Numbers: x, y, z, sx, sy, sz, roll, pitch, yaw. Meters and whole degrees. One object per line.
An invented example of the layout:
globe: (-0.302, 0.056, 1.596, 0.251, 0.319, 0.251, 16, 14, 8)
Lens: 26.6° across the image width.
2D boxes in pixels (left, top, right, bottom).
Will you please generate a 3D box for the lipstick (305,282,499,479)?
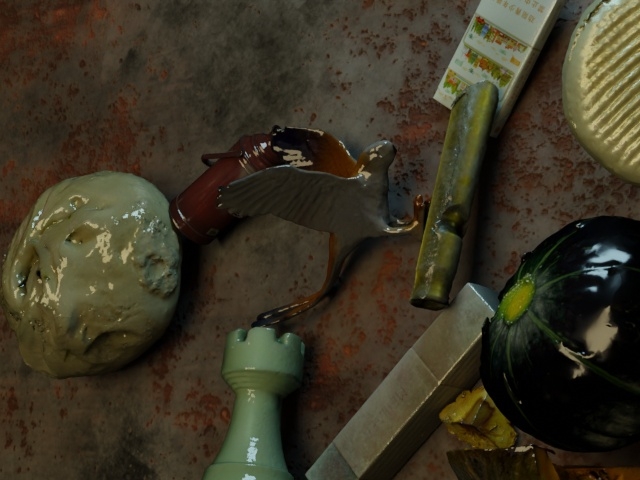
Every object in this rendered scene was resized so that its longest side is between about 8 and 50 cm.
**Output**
lipstick: (0.127, 0.222, 1.863, 0.371, 0.080, 0.076, -51, 52, 17)

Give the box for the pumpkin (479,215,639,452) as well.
pumpkin: (0.352, 0.123, 1.618, 0.296, 0.296, 0.295, -10, 74, 37)

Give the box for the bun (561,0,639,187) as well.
bun: (0.434, -0.199, 1.662, 0.287, 0.146, 0.287, 0, 92, 10)

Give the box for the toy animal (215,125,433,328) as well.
toy animal: (0.022, -0.003, 1.963, 0.302, 0.225, 0.284, -1, 111, 19)

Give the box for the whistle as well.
whistle: (0.179, -0.064, 1.835, 0.068, 0.057, 0.326, -11, 62, 58)

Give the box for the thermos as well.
thermos: (-0.127, -0.093, 2.124, 0.232, 0.099, 0.124, -39, 58, 26)

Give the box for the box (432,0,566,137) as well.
box: (0.250, -0.268, 1.889, 0.122, 0.032, 0.220, 40, 113, 37)

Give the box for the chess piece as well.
chess piece: (-0.096, 0.284, 1.973, 0.195, 0.195, 0.299, -9, 65, 37)

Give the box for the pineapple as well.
pineapple: (0.218, 0.222, 1.799, 0.114, 0.077, 0.114, 22, 80, 33)

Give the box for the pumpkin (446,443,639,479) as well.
pumpkin: (0.295, 0.296, 1.600, 0.139, 0.190, 0.280, -12, 117, 44)

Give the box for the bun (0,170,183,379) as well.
bun: (-0.388, 0.047, 2.215, 0.362, 0.234, 0.326, -48, 52, 27)
